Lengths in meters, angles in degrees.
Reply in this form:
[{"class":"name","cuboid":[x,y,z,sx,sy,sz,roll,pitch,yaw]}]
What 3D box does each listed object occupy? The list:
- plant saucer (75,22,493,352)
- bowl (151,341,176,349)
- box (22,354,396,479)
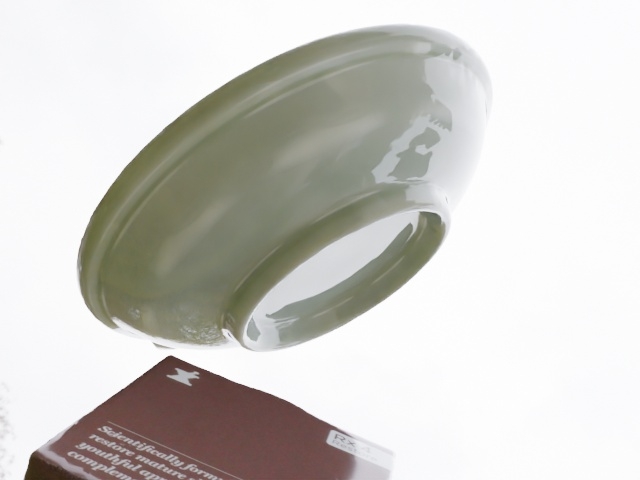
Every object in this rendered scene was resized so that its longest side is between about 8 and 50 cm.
[{"class":"plant saucer","cuboid":[0.000,0.000,0.602,0.400,0.400,0.100,-40,-115,17]},{"class":"bowl","cuboid":[-0.150,0.045,0.765,0.053,0.142,0.142,9,-119,2]},{"class":"box","cuboid":[-0.073,0.205,0.388,0.169,0.167,0.203,21,-80,7]}]
